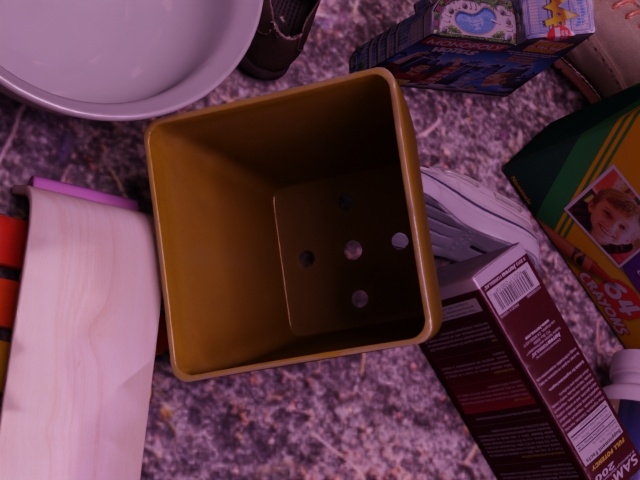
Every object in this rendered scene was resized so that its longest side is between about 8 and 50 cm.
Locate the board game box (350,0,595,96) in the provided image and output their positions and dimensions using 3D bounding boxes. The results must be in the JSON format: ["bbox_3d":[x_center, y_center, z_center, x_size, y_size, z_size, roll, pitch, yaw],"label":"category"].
[{"bbox_3d":[0.157,-0.198,1.260,0.194,0.194,0.060,1,77,-31],"label":"board game box"}]

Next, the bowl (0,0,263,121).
[{"bbox_3d":[-0.206,-0.223,1.089,0.298,0.134,0.298,7,75,-29],"label":"bowl"}]

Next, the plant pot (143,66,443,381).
[{"bbox_3d":[0.000,0.000,1.100,0.187,0.212,0.212,19,61,-69],"label":"plant pot"}]

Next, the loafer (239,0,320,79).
[{"bbox_3d":[-0.019,-0.256,1.238,0.080,0.078,0.220,18,70,-26],"label":"loafer"}]

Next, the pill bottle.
[{"bbox_3d":[0.312,0.198,1.313,0.094,0.094,0.169,24,67,-24],"label":"pill bottle"}]

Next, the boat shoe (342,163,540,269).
[{"bbox_3d":[0.113,-0.032,1.274,0.226,0.083,0.076,28,43,-28],"label":"boat shoe"}]

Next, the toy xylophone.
[{"bbox_3d":[-0.225,0.091,1.033,0.236,0.081,0.323,22,68,-24],"label":"toy xylophone"}]

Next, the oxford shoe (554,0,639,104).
[{"bbox_3d":[0.319,-0.226,1.389,0.140,0.146,0.397,-41,100,-30],"label":"oxford shoe"}]

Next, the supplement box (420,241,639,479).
[{"bbox_3d":[0.184,0.131,1.234,0.073,0.130,0.239,-33,97,-32],"label":"supplement box"}]

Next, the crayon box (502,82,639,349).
[{"bbox_3d":[0.397,0.011,1.279,0.106,0.313,0.363,-41,100,-31],"label":"crayon box"}]
